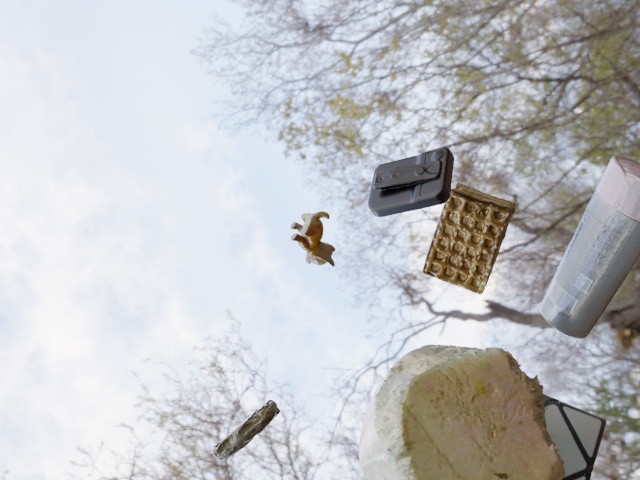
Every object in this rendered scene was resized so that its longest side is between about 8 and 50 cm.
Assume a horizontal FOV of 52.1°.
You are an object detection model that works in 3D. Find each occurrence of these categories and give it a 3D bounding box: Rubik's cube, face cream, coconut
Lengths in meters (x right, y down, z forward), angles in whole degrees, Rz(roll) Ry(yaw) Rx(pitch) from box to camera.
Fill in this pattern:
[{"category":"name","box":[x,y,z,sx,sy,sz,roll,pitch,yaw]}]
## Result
[{"category":"Rubik's cube","box":[0.438,0.432,1.343,0.205,0.207,0.205,-66,-20,-17]},{"category":"face cream","box":[0.416,0.016,0.968,0.073,0.107,0.269,-4,-56,-31]},{"category":"coconut","box":[0.208,0.316,1.026,0.297,0.310,0.298,2,-116,-4]}]

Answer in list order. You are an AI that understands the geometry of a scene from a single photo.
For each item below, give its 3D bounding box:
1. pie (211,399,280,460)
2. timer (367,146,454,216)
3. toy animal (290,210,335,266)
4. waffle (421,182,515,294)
[{"category":"pie","box":[-0.159,0.411,1.422,0.046,0.195,0.195,51,-135,7]},{"category":"timer","box":[0.191,-0.128,1.417,0.055,0.187,0.144,48,-137,-40]},{"category":"toy animal","box":[0.000,0.000,0.915,0.083,0.081,0.060,41,-158,-29]},{"category":"waffle","box":[0.466,-0.006,2.062,0.091,0.212,0.308,-41,-32,-62]}]
